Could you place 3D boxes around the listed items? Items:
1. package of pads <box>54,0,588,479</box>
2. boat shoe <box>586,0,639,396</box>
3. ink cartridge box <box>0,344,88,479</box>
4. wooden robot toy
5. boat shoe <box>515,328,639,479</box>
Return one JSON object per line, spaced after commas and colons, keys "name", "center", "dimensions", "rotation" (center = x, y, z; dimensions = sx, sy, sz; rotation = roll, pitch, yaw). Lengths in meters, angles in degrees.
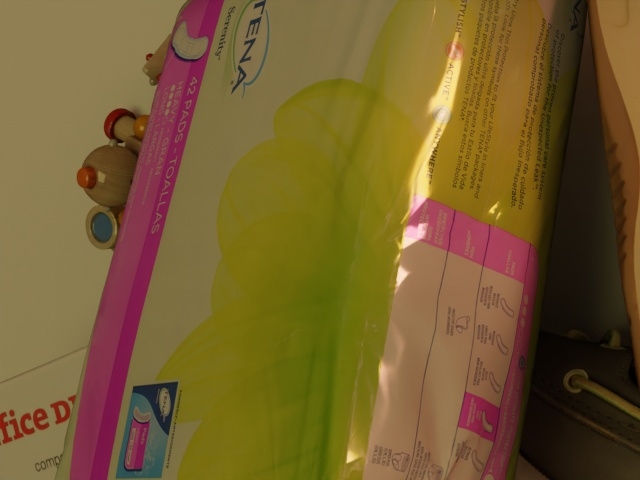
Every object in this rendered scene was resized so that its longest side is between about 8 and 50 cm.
{"name": "package of pads", "center": [0.000, 0.000, 0.704], "dimensions": [0.229, 0.101, 0.296], "rotation": [-12, 60, 50]}
{"name": "boat shoe", "center": [0.183, 0.016, 0.600], "dimensions": [0.123, 0.123, 0.342], "rotation": [-10, 59, 15]}
{"name": "ink cartridge box", "center": [-0.079, 0.187, 0.882], "dimensions": [0.201, 0.117, 0.278], "rotation": [-23, 84, 39]}
{"name": "wooden robot toy", "center": [-0.118, -0.034, 0.903], "dimensions": [0.076, 0.079, 0.173], "rotation": [22, 110, 34]}
{"name": "boat shoe", "center": [0.132, 0.101, 0.716], "dimensions": [0.097, 0.116, 0.324], "rotation": [-46, 49, -12]}
